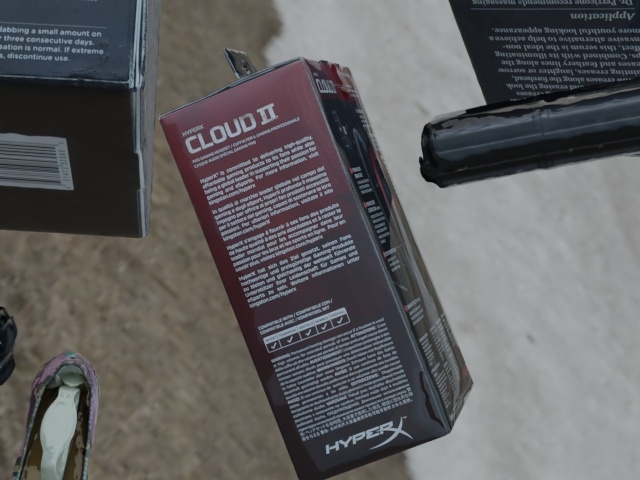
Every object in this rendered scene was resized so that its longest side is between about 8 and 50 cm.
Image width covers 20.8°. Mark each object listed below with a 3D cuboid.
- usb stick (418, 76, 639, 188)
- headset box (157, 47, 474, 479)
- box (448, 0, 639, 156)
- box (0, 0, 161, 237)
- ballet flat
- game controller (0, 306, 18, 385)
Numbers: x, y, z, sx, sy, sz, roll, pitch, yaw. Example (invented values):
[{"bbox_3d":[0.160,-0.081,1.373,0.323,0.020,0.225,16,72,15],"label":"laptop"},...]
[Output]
[{"bbox_3d":[0.197,-0.078,1.079,0.077,0.278,0.045,-51,130,-73],"label":"usb stick"},{"bbox_3d":[0.000,0.000,1.217,0.218,0.110,0.293,-26,95,-80],"label":"headset box"},{"bbox_3d":[0.267,-0.317,1.729,0.294,0.212,0.395,-68,148,-32],"label":"box"},{"bbox_3d":[-0.343,-0.307,2.145,0.297,0.480,0.472,4,69,-3],"label":"box"},{"bbox_3d":[-0.226,0.201,1.456,0.076,0.079,0.222,7,80,-2],"label":"ballet flat"},{"bbox_3d":[-0.353,0.156,1.242,0.319,0.166,0.067,-42,110,-32],"label":"game controller"}]
